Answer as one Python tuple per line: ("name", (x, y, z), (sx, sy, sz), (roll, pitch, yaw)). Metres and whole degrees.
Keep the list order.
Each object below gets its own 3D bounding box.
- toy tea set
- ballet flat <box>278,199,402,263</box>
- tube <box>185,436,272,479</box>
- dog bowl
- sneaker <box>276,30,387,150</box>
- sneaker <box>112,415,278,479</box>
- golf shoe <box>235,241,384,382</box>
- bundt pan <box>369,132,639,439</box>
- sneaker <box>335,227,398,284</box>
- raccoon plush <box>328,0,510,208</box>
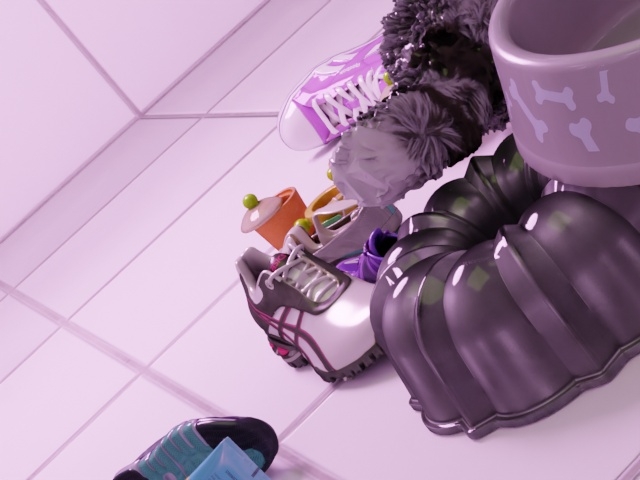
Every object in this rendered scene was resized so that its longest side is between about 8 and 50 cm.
("toy tea set", (0.036, -0.108, 1.874), (0.336, 0.124, 0.200), (-38, 17, 4))
("ballet flat", (0.000, 0.000, 1.773), (0.213, 0.068, 0.072), (-29, 20, 33))
("tube", (-0.131, 0.266, 1.373), (0.207, 0.080, 0.052), (-41, 22, 10))
("dog bowl", (0.288, -0.189, 1.206), (0.349, 0.102, 0.349), (-25, 27, 14))
("sneaker", (0.058, -0.207, 2.129), (0.282, 0.102, 0.161), (-37, 20, 11))
("sneaker", (-0.112, 0.195, 1.498), (0.224, 0.083, 0.098), (-26, 17, 41))
("golf shoe", (-0.005, 0.066, 1.533), (0.105, 0.120, 0.273), (-45, 19, -21))
("bundt pan", (0.173, 0.007, 1.293), (0.331, 0.124, 0.331), (-36, 18, 14))
("sneaker", (0.065, 0.018, 1.584), (0.068, 0.071, 0.170), (-50, 19, -30))
("raccoon plush", (0.090, -0.159, 1.567), (0.446, 0.216, 0.299), (-34, -6, -32))
